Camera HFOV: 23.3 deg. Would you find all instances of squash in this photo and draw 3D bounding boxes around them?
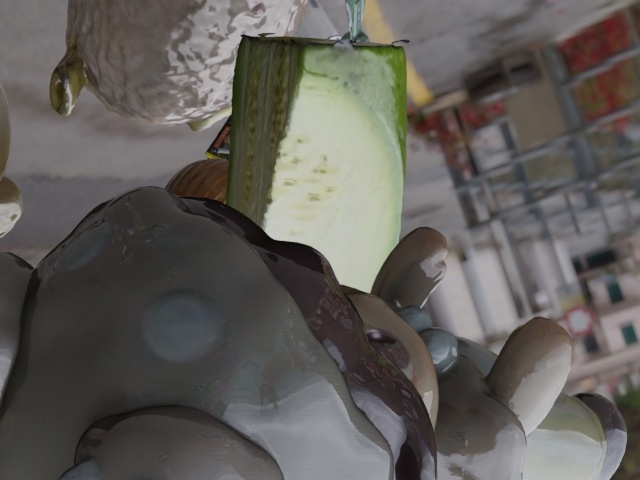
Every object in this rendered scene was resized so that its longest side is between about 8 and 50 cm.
[{"bbox_3d":[0.000,0.000,1.091,0.111,0.289,0.203,1,-171,-16],"label":"squash"}]

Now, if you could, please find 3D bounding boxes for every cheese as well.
[{"bbox_3d":[0.034,-0.196,1.562,0.026,0.121,0.067,12,-150,14],"label":"cheese"}]

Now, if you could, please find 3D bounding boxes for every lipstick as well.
[{"bbox_3d":[-0.029,-0.270,1.721,0.040,0.141,0.040,-30,167,-8],"label":"lipstick"}]

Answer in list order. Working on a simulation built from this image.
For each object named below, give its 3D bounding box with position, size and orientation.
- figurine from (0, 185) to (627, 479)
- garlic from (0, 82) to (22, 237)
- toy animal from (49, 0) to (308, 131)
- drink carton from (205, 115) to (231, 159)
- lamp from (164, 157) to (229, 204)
[{"bbox_3d":[-0.007,0.092,0.773,0.380,0.203,0.248,8,-159,-44],"label":"figurine"},{"bbox_3d":[-0.379,-0.156,1.456,0.132,0.279,0.325,-29,138,-29],"label":"garlic"},{"bbox_3d":[-0.111,-0.209,1.326,0.188,0.227,0.358,11,170,-27],"label":"toy animal"},{"bbox_3d":[-0.051,-0.095,1.884,0.165,0.071,0.056,21,162,26],"label":"drink carton"},{"bbox_3d":[-0.115,-0.023,1.698,0.136,0.136,0.136,-18,175,-2],"label":"lamp"}]
